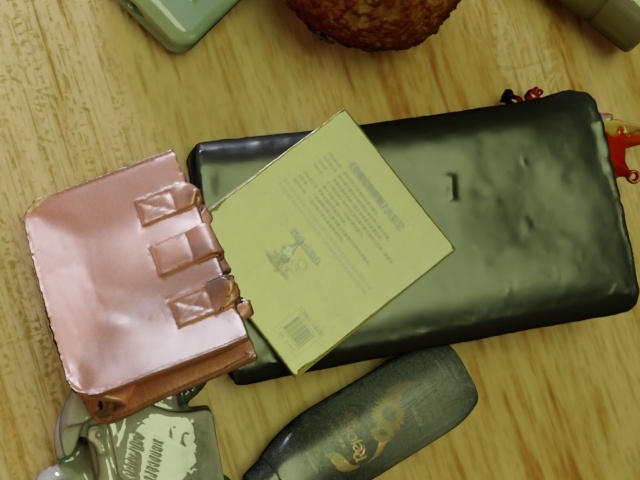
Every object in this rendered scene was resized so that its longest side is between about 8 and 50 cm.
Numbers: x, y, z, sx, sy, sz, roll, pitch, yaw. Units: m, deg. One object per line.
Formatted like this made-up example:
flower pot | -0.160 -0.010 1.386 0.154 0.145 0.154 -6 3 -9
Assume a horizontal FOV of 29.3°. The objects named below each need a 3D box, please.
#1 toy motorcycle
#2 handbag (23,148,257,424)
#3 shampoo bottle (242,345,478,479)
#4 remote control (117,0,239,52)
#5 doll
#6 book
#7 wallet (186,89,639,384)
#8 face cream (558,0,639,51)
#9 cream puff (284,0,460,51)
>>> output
toy motorcycle | -0.157 0.201 1.037 0.171 0.110 0.260 -7 89 -5
handbag | -0.150 0.035 1.018 0.157 0.059 0.212 -23 54 -4
shampoo bottle | 0.037 0.176 1.132 0.234 0.049 0.087 -27 87 -22
remote control | -0.087 -0.321 1.185 0.140 0.056 0.296 45 67 -10
doll | 0.256 -0.099 1.267 0.169 0.057 0.109 25 86 -2
book | 0.000 0.000 1.099 0.192 0.013 0.168 -37 88 -14
wallet | 0.091 -0.009 1.158 0.406 0.062 0.228 -9 83 -13
face cream | 0.221 -0.338 1.295 0.341 0.084 0.137 40 67 1
cream puff | 0.063 -0.295 1.152 0.240 0.164 0.240 1 88 -38
